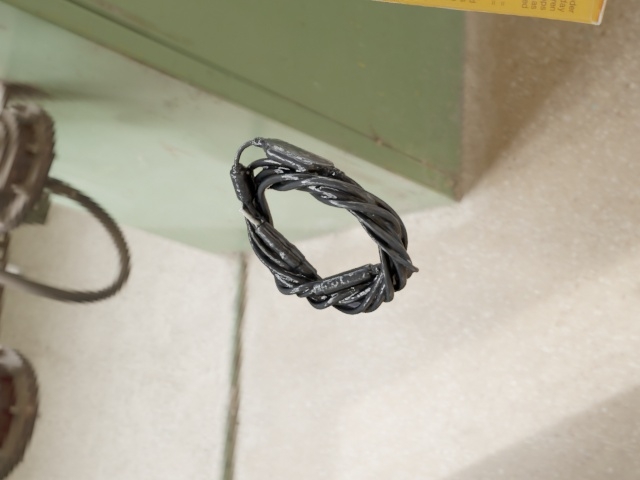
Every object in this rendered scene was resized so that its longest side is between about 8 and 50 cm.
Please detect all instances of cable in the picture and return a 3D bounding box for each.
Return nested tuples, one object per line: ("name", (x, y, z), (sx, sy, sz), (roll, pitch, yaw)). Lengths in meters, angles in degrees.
("cable", (0.000, 0.000, 1.008), (0.184, 0.047, 0.150), (25, 132, 29))

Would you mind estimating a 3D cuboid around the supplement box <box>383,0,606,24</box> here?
("supplement box", (0.041, -0.174, 0.651), (0.233, 0.080, 0.078), (7, 37, 11))
